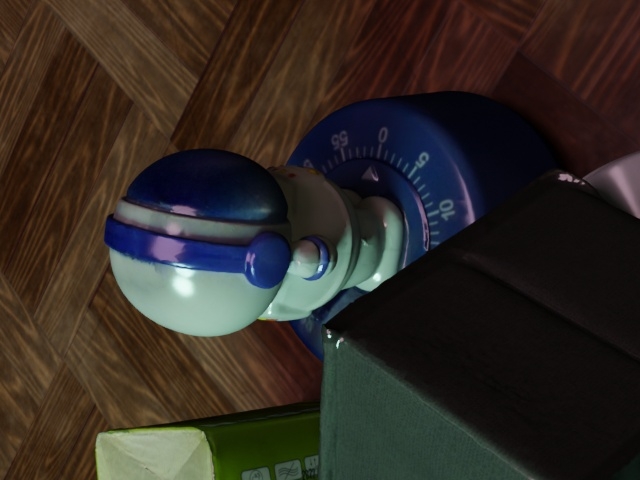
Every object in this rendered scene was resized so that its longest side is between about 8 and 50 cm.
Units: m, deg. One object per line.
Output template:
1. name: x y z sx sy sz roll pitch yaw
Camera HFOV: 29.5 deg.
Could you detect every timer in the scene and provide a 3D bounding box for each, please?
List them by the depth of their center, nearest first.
1. timer: 0.000 0.000 0.975 0.270 0.384 0.270 0 90 42

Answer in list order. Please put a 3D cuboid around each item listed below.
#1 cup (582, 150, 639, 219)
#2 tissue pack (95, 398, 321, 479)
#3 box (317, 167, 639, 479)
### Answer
1. cup: 0.277 -0.001 0.933 0.099 0.136 0.133 114 139 -69
2. tissue pack: -0.044 0.251 1.090 0.167 0.275 0.200 -11 83 42
3. box: 0.149 0.176 0.856 0.204 0.251 0.345 33 138 35
